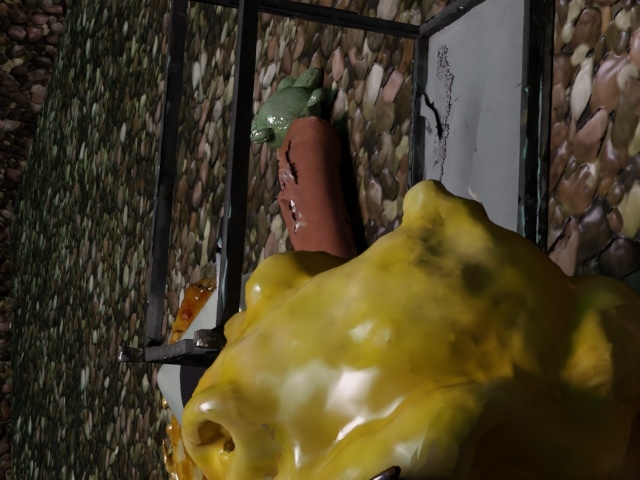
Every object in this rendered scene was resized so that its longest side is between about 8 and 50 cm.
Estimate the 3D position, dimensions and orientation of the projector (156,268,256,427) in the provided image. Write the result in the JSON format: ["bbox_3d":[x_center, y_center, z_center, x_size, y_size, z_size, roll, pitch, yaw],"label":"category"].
[{"bbox_3d":[-0.043,0.186,1.228,0.259,0.079,0.257,59,149,13],"label":"projector"}]

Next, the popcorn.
[{"bbox_3d":[0.071,0.130,0.758,0.297,0.281,0.315,-33,78,17],"label":"popcorn"}]

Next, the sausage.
[{"bbox_3d":[0.001,0.000,1.291,0.078,0.078,0.304,124,145,-50],"label":"sausage"}]

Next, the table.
[{"bbox_3d":[0.008,-0.064,1.016,0.222,0.272,0.334,160,115,-66],"label":"table"}]

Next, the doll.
[{"bbox_3d":[-0.034,-0.144,1.448,0.115,0.077,0.150,-39,19,6],"label":"doll"}]

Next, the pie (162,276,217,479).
[{"bbox_3d":[-0.108,0.198,1.495,0.315,0.092,0.315,-178,90,-65],"label":"pie"}]
